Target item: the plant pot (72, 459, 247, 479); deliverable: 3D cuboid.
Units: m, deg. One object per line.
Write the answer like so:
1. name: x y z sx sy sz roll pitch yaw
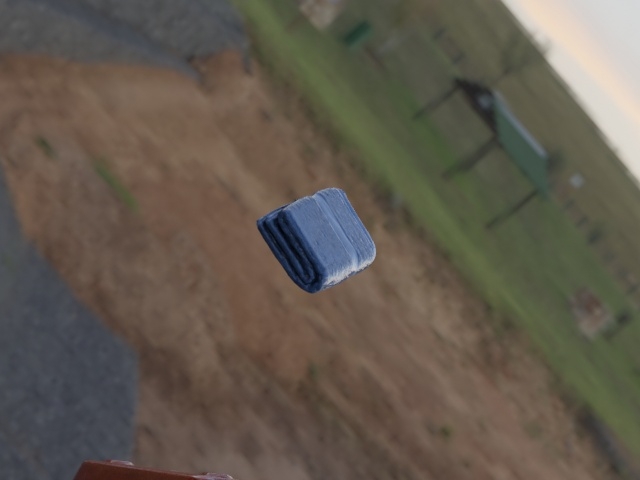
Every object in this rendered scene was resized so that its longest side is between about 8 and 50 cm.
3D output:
1. plant pot: -0.047 0.258 0.993 0.267 0.235 0.267 11 -9 -28

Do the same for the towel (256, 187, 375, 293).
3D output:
1. towel: 0.000 0.000 1.188 0.067 0.029 0.119 58 21 3
